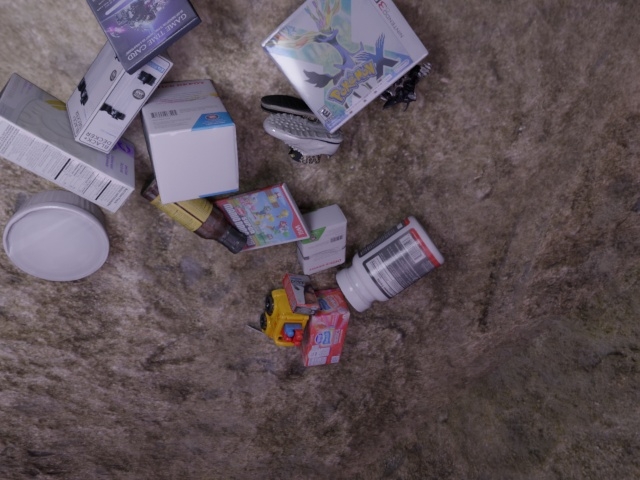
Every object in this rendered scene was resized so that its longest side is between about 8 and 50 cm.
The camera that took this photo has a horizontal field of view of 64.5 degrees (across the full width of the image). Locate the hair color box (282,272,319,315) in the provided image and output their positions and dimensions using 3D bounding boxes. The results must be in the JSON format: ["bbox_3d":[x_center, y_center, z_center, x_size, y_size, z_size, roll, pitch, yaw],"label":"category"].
[{"bbox_3d":[-0.073,0.194,1.852,0.093,0.167,0.053,11,124,-28],"label":"hair color box"}]

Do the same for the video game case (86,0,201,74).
[{"bbox_3d":[-0.399,-0.522,1.091,0.196,0.274,0.026,-33,170,9],"label":"video game case"}]

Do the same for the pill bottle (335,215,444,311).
[{"bbox_3d":[0.248,0.091,1.852,0.362,0.210,0.210,-35,131,12],"label":"pill bottle"}]

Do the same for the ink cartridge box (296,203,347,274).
[{"bbox_3d":[0.000,0.000,1.737,0.160,0.093,0.220,-17,142,-14],"label":"ink cartridge box"}]

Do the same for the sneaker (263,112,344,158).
[{"bbox_3d":[-0.052,-0.282,1.409,0.234,0.090,0.095,10,142,-23],"label":"sneaker"}]

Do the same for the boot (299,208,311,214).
[{"bbox_3d":[-0.077,-0.060,1.724,0.086,0.042,0.118,18,125,-38],"label":"boot"}]

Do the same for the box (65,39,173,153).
[{"bbox_3d":[-0.489,-0.373,1.217,0.290,0.169,0.087,-45,143,20],"label":"box"}]

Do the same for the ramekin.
[{"bbox_3d":[-0.747,-0.023,1.457,0.272,0.127,0.273,-10,132,-11],"label":"ramekin"}]

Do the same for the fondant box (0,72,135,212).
[{"bbox_3d":[-0.626,-0.236,1.245,0.096,0.238,0.330,-44,129,16],"label":"fondant box"}]

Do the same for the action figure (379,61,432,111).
[{"bbox_3d":[0.215,-0.463,1.422,0.164,0.141,0.276,-39,128,6],"label":"action figure"}]

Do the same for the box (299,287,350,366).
[{"bbox_3d":[0.007,0.351,2.029,0.153,0.142,0.300,-5,130,-16],"label":"box"}]

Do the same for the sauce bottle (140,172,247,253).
[{"bbox_3d":[-0.371,-0.077,1.526,0.111,0.111,0.344,-40,120,15],"label":"sauce bottle"}]

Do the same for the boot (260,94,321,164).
[{"bbox_3d":[-0.075,-0.318,1.479,0.236,0.085,0.179,6,129,-22],"label":"boot"}]

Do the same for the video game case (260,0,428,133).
[{"bbox_3d":[0.061,-0.497,1.315,0.329,0.036,0.300,-37,104,15],"label":"video game case"}]

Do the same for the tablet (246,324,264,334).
[{"bbox_3d":[-0.250,0.356,2.007,0.083,0.054,0.006,33,77,-37],"label":"tablet"}]

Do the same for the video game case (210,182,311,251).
[{"bbox_3d":[-0.197,-0.064,1.591,0.285,0.025,0.204,-11,126,22],"label":"video game case"}]

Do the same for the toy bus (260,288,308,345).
[{"bbox_3d":[-0.127,0.325,1.916,0.149,0.212,0.220,4,128,-25],"label":"toy bus"}]

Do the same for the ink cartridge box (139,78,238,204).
[{"bbox_3d":[-0.340,-0.261,1.294,0.198,0.270,0.197,-12,133,-18],"label":"ink cartridge box"}]
